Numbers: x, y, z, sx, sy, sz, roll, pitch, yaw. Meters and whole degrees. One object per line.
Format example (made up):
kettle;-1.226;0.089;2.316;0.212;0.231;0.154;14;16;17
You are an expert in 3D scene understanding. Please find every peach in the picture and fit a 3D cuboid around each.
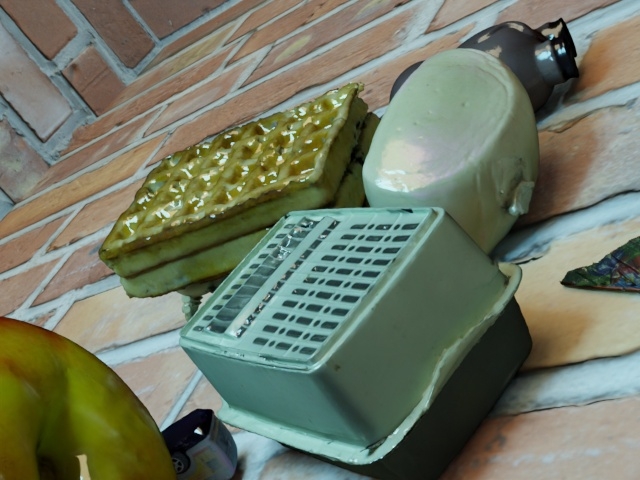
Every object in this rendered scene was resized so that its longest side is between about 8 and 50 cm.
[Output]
peach;-0.313;0.259;0.854;0.388;0.388;0.388;-33;22;15

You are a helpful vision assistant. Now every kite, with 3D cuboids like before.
kite;0.303;-0.006;0.859;0.232;0.009;0.189;-29;22;21

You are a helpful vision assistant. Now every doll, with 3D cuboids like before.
doll;0.185;-0.185;1.259;0.257;0.117;0.182;-27;22;26

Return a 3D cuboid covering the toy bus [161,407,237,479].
toy bus;-0.159;0.239;1.030;0.172;0.072;0.057;-35;20;14

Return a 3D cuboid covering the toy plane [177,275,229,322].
toy plane;-0.133;0.026;1.327;0.229;0.092;0.244;-63;1;19

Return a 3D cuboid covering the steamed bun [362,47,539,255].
steamed bun;0.155;-0.084;1.058;0.152;0.170;0.239;5;47;33

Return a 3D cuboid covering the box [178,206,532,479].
box;0.025;0.086;0.906;0.220;0.166;0.290;-48;23;-22

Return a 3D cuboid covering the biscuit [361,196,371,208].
biscuit;-0.001;-0.001;1.205;0.296;0.075;0.296;-43;17;17

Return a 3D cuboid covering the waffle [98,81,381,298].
waffle;-0.086;-0.052;1.168;0.307;0.091;0.213;-17;30;29
